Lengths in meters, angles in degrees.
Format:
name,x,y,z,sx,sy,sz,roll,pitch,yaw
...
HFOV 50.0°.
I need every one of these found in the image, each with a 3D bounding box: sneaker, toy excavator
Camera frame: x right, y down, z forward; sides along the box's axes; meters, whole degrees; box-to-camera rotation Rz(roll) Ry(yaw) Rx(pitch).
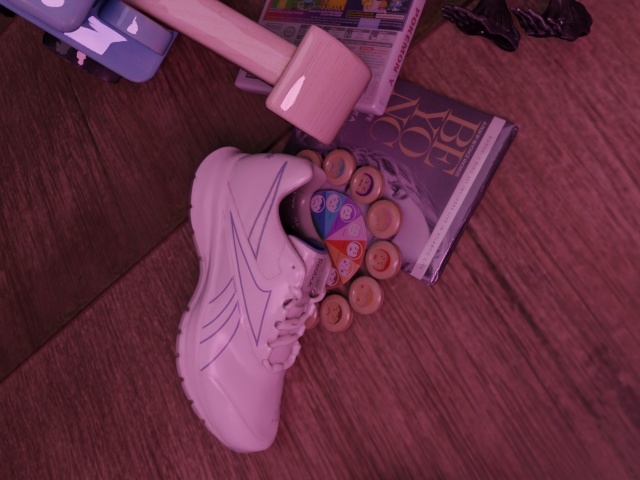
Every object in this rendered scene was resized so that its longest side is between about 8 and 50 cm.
name,x,y,z,sx,sy,sz,roll,pitch,yaw
sneaker,-0.057,0.055,0.650,0.129,0.111,0.298,-1,89,29
toy excavator,-0.196,-0.259,0.700,0.222,0.432,0.445,-57,24,8

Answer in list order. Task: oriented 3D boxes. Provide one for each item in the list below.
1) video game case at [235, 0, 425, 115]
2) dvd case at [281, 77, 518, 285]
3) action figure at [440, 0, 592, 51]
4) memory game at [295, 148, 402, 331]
name,x,y,z,sx,sy,sz,roll,pitch,yaw
video game case,0.013,-0.231,0.717,0.201,0.023,0.184,19,88,39
dvd case,0.058,-0.078,0.677,0.221,0.018,0.165,30,95,31
action figure,0.207,-0.306,0.570,0.164,0.140,0.276,22,93,43
memory game,0.000,0.000,0.681,0.186,0.012,0.186,-2,87,35
